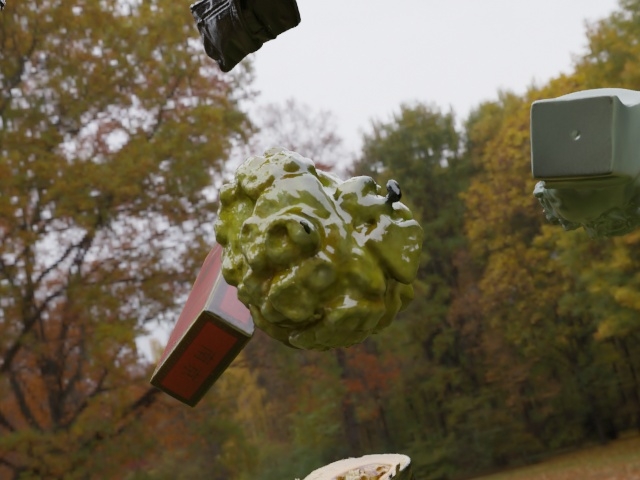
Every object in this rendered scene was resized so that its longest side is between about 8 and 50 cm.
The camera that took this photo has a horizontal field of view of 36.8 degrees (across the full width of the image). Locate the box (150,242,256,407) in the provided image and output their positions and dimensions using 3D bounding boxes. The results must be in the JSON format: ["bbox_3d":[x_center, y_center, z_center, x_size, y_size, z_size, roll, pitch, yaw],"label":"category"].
[{"bbox_3d":[-0.113,0.065,1.163,0.074,0.240,0.153,28,-52,-8],"label":"box"}]

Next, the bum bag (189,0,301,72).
[{"bbox_3d":[-0.114,-0.335,1.420,0.060,0.123,0.248,-35,11,-28],"label":"bum bag"}]

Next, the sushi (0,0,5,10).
[{"bbox_3d":[-0.572,-0.336,1.360,0.225,0.126,0.136,-39,31,-27],"label":"sushi"}]

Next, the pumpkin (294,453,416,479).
[{"bbox_3d":[0.035,0.452,1.355,0.242,0.232,0.325,-10,1,18],"label":"pumpkin"}]

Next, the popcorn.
[{"bbox_3d":[0.000,0.003,0.935,0.189,0.218,0.169,3,-39,-29],"label":"popcorn"}]

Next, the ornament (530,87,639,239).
[{"bbox_3d":[0.274,-0.082,0.948,0.130,0.121,0.285,5,-11,15],"label":"ornament"}]
